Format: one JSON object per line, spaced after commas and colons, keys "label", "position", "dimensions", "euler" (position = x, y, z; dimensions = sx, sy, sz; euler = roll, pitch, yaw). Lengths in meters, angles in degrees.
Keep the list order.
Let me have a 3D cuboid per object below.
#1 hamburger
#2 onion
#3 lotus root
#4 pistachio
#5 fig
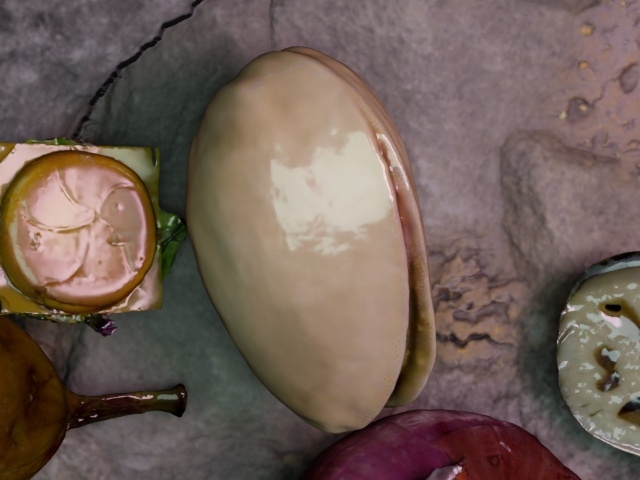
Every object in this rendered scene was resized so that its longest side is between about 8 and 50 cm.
{"label": "hamburger", "position": [-0.206, -0.007, 1.308], "dimensions": [0.189, 0.093, 0.164], "euler": [12, 82, -20]}
{"label": "onion", "position": [0.100, 0.322, 1.310], "dimensions": [0.347, 0.285, 0.348], "euler": [15, 53, -21]}
{"label": "lotus root", "position": [0.303, 0.096, 1.391], "dimensions": [0.203, 0.078, 0.183], "euler": [25, 105, 0]}
{"label": "pistachio", "position": [0.000, 0.000, 1.290], "dimensions": [0.193, 0.214, 0.318], "euler": [-30, 103, -42]}
{"label": "fig", "position": [-0.253, 0.146, 1.278], "dimensions": [0.290, 0.190, 0.191], "euler": [17, 92, -12]}
